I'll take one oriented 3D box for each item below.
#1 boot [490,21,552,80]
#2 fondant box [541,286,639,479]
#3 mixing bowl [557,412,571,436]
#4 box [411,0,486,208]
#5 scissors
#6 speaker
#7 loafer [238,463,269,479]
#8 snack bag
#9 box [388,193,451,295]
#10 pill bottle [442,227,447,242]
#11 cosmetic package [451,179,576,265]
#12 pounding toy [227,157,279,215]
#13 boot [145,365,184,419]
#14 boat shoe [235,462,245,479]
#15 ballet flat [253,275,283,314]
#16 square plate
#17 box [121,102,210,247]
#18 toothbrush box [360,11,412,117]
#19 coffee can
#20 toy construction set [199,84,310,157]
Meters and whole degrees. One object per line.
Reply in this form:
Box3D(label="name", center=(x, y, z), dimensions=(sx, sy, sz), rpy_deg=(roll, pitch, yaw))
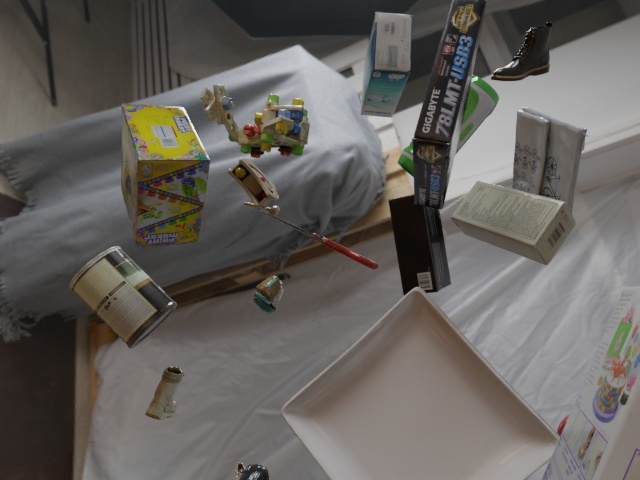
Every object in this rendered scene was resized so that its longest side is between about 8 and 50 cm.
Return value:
Box3D(label="boot", center=(0.584, -0.546, 1.375), dimensions=(0.077, 0.197, 0.137), rpy_deg=(42, -33, 51))
Box3D(label="fondant box", center=(0.378, 0.220, 0.570), dimensions=(0.331, 0.096, 0.238), rpy_deg=(-68, 158, 1))
Box3D(label="mixing bowl", center=(0.738, 0.557, 1.324), dimensions=(0.098, 0.181, 0.182), rpy_deg=(24, 43, -31))
Box3D(label="box", center=(0.245, -0.249, 0.925), dimensions=(0.293, 0.073, 0.296), rpy_deg=(54, 51, -69))
Box3D(label="scissors", center=(0.000, 0.000, 1.043), dimensions=(0.296, 0.021, 0.109), rpy_deg=(25, 4, -11))
Box3D(label="speaker", center=(0.347, -0.299, 1.298), dimensions=(0.131, 0.297, 0.131), rpy_deg=(38, 8, -6))
Box3D(label="loafer", center=(-0.217, 0.695, 1.254), dimensions=(0.223, 0.078, 0.076), rpy_deg=(-49, 135, -52))
Box3D(label="snack bag", center=(0.764, -0.262, 1.618), dimensions=(0.343, 0.037, 0.323), rpy_deg=(-114, -165, -61))
Box3D(label="box", center=(0.280, 0.009, 1.318), dimensions=(0.184, 0.103, 0.262), rpy_deg=(-2, 83, -61))
Box3D(label="pill bottle", center=(0.405, -0.015, 1.820), dimensions=(0.112, 0.111, 0.186), rpy_deg=(68, -12, -8))
Box3D(label="cosmetic package", center=(0.571, -0.062, 1.425), dimensions=(0.113, 0.160, 0.309), rpy_deg=(40, -5, -35))
Box3D(label="pounding toy", center=(-0.268, -0.181, 1.868), dimensions=(0.269, 0.154, 0.154), rpy_deg=(46, 14, -18))
Box3D(label="boot", center=(-0.521, 0.520, 1.635), dimensions=(0.213, 0.077, 0.165), rpy_deg=(98, 11, -77))
Box3D(label="boat shoe", center=(-0.232, 0.690, 1.386), dimensions=(0.100, 0.035, 0.035), rpy_deg=(-137, -131, -74))
Box3D(label="ballet flat", center=(-0.204, 0.215, 1.928), dimensions=(0.116, 0.124, 0.342), rpy_deg=(37, -20, 8))
Box3D(label="square plate", center=(0.161, 0.321, 0.826), dimensions=(0.344, 0.347, 0.049), rpy_deg=(48, 3, 17))
Box3D(label="box", center=(-0.446, -0.183, 1.318), dimensions=(0.290, 0.176, 0.279), rpy_deg=(58, -39, 39))
Box3D(label="toothbrush box", center=(0.221, -0.592, 1.628), dimensions=(0.295, 0.126, 0.217), rpy_deg=(97, -3, -77))
Box3D(label="coffee can", center=(-0.640, 0.184, 1.548), dimensions=(0.275, 0.201, 0.201), rpy_deg=(45, 19, -2))
Box3D(label="toy construction set", center=(-0.163, -0.301, 1.234), dimensions=(0.215, 0.327, 0.151), rpy_deg=(16, 93, -61))
